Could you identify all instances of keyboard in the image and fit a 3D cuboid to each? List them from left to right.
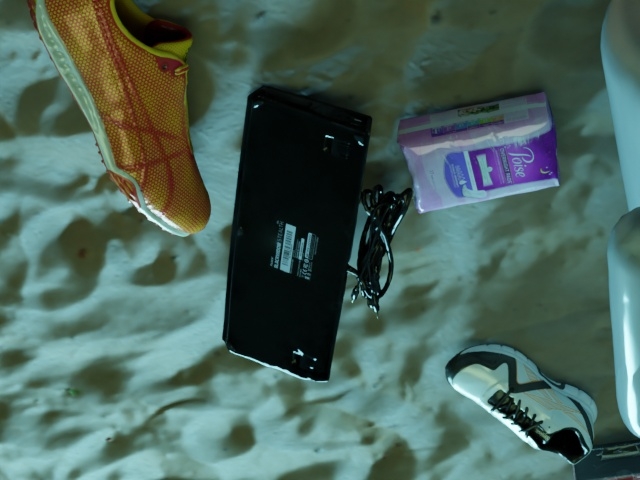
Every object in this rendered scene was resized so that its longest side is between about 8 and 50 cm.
[{"bbox_3d":[0.000,0.000,0.885,0.100,0.038,0.192,21,131,14],"label":"keyboard"}]

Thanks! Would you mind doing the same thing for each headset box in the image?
[{"bbox_3d":[0.196,0.163,1.003,0.062,0.032,0.083,-9,127,8],"label":"headset box"}]

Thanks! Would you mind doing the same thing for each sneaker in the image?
[{"bbox_3d":[-0.088,-0.071,0.803,0.067,0.064,0.175,-21,129,4],"label":"sneaker"},{"bbox_3d":[0.125,0.099,0.947,0.109,0.043,0.040,25,127,-16],"label":"sneaker"}]

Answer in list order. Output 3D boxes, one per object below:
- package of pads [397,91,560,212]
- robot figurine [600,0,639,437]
[{"bbox_3d":[0.086,-0.047,0.837,0.083,0.032,0.050,-11,131,9],"label":"package of pads"},{"bbox_3d":[0.246,-0.027,0.740,0.300,0.200,0.353,-34,130,-17],"label":"robot figurine"}]
